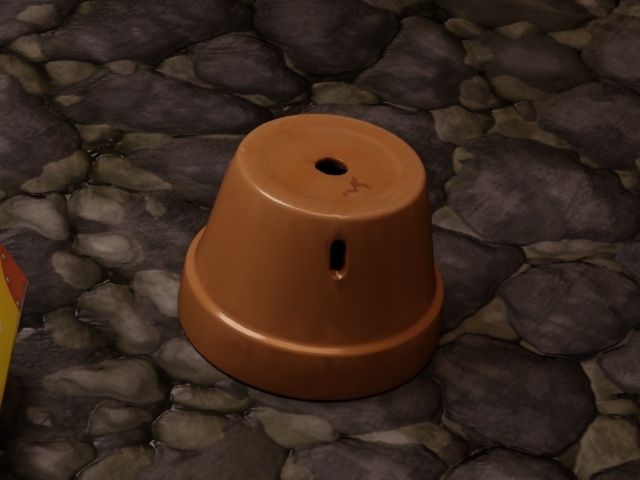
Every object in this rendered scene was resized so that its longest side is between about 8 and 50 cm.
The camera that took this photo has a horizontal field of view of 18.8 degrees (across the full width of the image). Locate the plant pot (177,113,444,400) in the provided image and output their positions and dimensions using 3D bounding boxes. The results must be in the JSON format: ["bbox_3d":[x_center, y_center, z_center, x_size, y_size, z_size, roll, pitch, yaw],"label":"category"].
[{"bbox_3d":[0.000,0.000,2.061,0.290,0.203,0.291,6,34,-4],"label":"plant pot"}]

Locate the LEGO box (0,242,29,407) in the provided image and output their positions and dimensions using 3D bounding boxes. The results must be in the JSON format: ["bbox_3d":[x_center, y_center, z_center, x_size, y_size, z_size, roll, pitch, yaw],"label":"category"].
[{"bbox_3d":[-0.456,0.087,1.666,0.193,0.372,0.500,-23,33,16],"label":"LEGO box"}]
